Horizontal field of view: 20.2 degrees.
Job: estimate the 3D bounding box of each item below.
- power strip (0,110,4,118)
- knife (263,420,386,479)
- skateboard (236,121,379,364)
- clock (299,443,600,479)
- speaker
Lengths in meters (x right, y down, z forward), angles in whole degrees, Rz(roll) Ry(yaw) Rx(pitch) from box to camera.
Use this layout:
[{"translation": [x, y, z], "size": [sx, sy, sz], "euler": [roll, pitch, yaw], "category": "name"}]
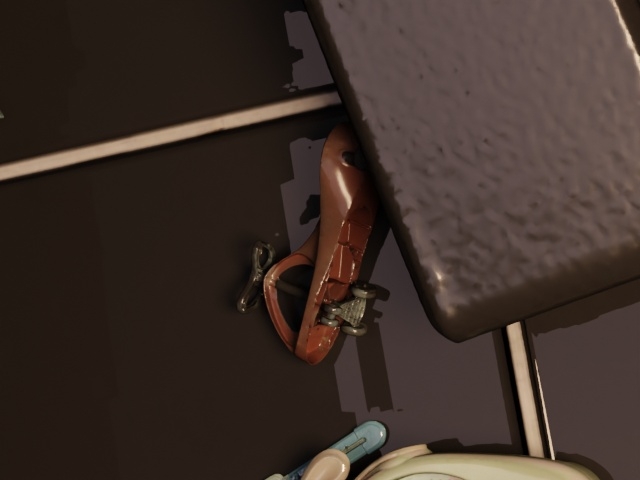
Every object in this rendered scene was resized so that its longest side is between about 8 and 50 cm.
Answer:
[{"translation": [-0.317, -0.032, 1.226], "size": [0.137, 0.044, 0.216], "euler": [33, 96, 17], "category": "power strip"}, {"translation": [0.001, 0.143, 1.134], "size": [0.096, 0.010, 0.027], "euler": [-34, 78, 12], "category": "knife"}, {"translation": [0.000, 0.000, 1.123], "size": [0.080, 0.067, 0.151], "euler": [20, 96, 26], "category": "skateboard"}, {"translation": [0.073, 0.197, 1.082], "size": [0.191, 0.062, 0.152], "euler": [8, 89, 18], "category": "clock"}, {"translation": [0.095, -0.156, 1.073], "size": [0.180, 0.184, 0.388], "euler": [-21, 91, 16], "category": "speaker"}]
